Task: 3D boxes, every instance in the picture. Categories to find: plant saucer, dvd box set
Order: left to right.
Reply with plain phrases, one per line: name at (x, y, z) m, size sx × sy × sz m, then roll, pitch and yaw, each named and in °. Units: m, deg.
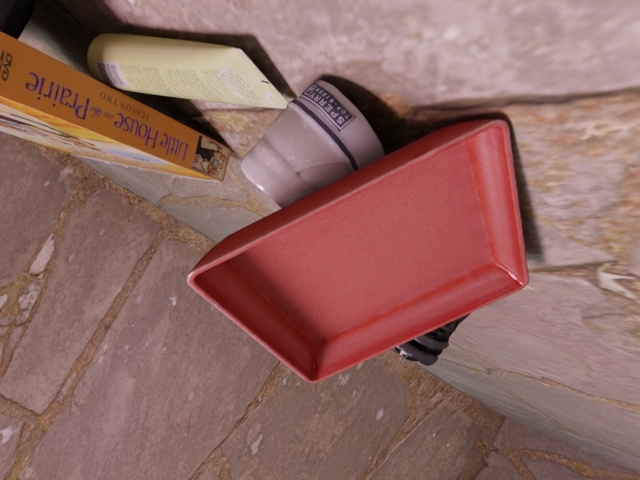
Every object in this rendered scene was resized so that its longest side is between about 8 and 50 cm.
dvd box set at (-0.352, -0.164, 0.694) m, size 0.307 × 0.062 × 0.420 m, roll 13°, pitch 179°, yaw 21°
plant saucer at (0.052, 0.022, 0.497) m, size 0.259 × 0.258 × 0.048 m, roll 55°, pitch -169°, yaw -51°

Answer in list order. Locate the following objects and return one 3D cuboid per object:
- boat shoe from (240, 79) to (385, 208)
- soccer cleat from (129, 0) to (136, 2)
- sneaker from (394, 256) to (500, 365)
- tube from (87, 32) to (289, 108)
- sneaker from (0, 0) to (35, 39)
boat shoe at (0.005, 0.005, 0.589) m, size 0.136 × 0.156 × 0.367 m, roll 47°, pitch 174°, yaw 26°
soccer cleat at (-0.196, -0.236, 0.475) m, size 0.083 × 0.029 × 0.035 m, roll 26°, pitch 166°, yaw -4°
sneaker at (0.158, 0.091, 0.711) m, size 0.104 × 0.147 × 0.296 m, roll 31°, pitch 168°, yaw 7°
tube at (-0.141, -0.174, 0.556) m, size 0.240 × 0.070 × 0.062 m, roll 18°, pitch 121°, yaw 33°
sneaker at (-0.455, -0.291, 0.693) m, size 0.131 × 0.112 × 0.319 m, roll 34°, pitch 168°, yaw -34°
